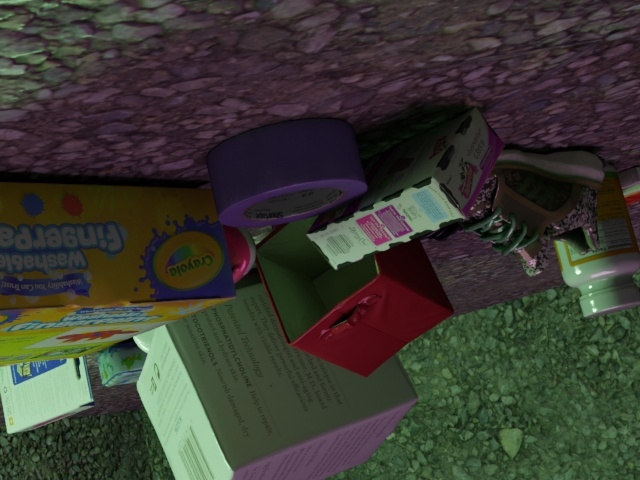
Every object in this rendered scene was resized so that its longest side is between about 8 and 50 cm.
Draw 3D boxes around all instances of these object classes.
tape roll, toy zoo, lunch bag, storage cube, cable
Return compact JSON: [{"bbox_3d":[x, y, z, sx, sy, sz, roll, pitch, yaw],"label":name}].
[{"bbox_3d":[-0.042,-0.081,1.388,0.189,0.080,0.189,-13,169,-3],"label":"tape roll"},{"bbox_3d":[0.558,-0.090,2.135,0.293,0.030,0.192,-22,166,39],"label":"toy zoo"},{"bbox_3d":[-0.446,0.296,2.756,0.176,0.090,0.219,-7,167,-22],"label":"lunch bag"},{"bbox_3d":[0.048,0.058,1.661,0.184,0.215,0.193,-39,139,20],"label":"storage cube"},{"bbox_3d":[0.181,-0.029,1.837,0.185,0.047,0.150,-1,-161,19],"label":"cable"}]

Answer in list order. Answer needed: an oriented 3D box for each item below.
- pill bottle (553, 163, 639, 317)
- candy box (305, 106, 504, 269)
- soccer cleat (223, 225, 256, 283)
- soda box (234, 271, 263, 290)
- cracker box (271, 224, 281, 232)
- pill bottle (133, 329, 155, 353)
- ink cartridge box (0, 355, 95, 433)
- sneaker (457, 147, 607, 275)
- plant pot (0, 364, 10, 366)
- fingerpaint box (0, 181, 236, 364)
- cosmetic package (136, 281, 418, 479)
[{"bbox_3d":[0.474,0.003,1.943,0.136,0.245,0.136,-12,169,-2],"label":"pill bottle"},{"bbox_3d":[0.109,-0.064,1.455,0.233,0.071,0.159,-24,-156,44],"label":"candy box"},{"bbox_3d":[-0.190,0.025,1.722,0.331,0.116,0.143,-21,-178,44],"label":"soccer cleat"},{"bbox_3d":[-0.134,0.097,2.211,0.063,0.058,0.183,-22,165,37],"label":"soda box"},{"bbox_3d":[0.000,0.000,1.861,0.156,0.067,0.232,-13,169,-6],"label":"cracker box"},{"bbox_3d":[-0.306,0.177,2.259,0.117,0.117,0.215,-14,169,8],"label":"pill bottle"},{"bbox_3d":[-0.562,0.284,2.347,0.069,0.175,0.371,-3,165,-41],"label":"ink cartridge box"},{"bbox_3d":[0.298,-0.037,1.718,0.410,0.182,0.158,-5,167,-32],"label":"sneaker"},{"bbox_3d":[-0.570,0.195,2.013,0.236,0.032,0.236,-13,170,-2],"label":"plant pot"},{"bbox_3d":[-0.398,0.052,1.429,0.371,0.163,0.445,-22,166,41],"label":"fingerpaint box"},{"bbox_3d":[-0.094,0.291,2.148,0.394,0.327,0.329,-16,154,-27],"label":"cosmetic package"}]
